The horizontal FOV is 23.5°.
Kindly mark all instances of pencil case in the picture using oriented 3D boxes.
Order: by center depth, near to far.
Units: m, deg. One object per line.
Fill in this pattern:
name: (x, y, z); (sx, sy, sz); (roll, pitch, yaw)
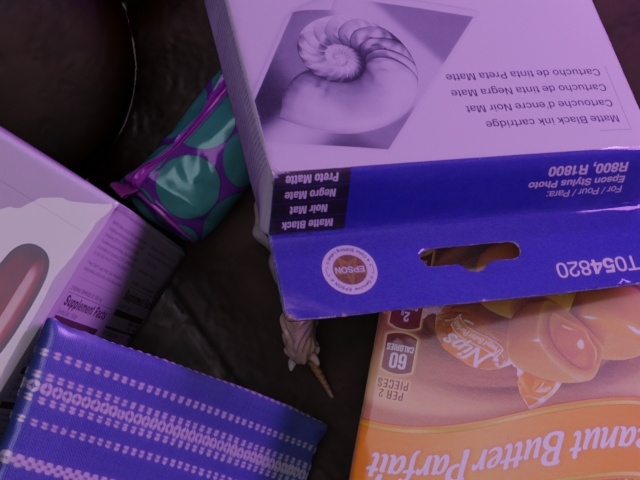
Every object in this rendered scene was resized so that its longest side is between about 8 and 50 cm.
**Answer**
pencil case: (-0.054, -0.071, 0.924); (0.064, 0.070, 0.152); (34, 85, 42)

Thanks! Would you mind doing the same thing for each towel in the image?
towel: (-0.128, 0.226, 0.824); (0.040, 0.243, 0.336); (17, 84, 37)

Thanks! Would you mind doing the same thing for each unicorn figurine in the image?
unicorn figurine: (0.000, 0.000, 0.901); (0.060, 0.162, 0.111); (7, 49, -21)

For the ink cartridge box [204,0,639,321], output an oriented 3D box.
ink cartridge box: (0.064, -0.070, 0.844); (0.223, 0.045, 0.224); (-6, 57, -16)

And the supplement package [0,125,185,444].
supplement package: (-0.235, -0.013, 0.865); (0.262, 0.204, 0.145); (31, 86, 8)

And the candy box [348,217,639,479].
candy box: (0.108, 0.142, 0.872); (0.183, 0.087, 0.316); (10, 80, 6)
